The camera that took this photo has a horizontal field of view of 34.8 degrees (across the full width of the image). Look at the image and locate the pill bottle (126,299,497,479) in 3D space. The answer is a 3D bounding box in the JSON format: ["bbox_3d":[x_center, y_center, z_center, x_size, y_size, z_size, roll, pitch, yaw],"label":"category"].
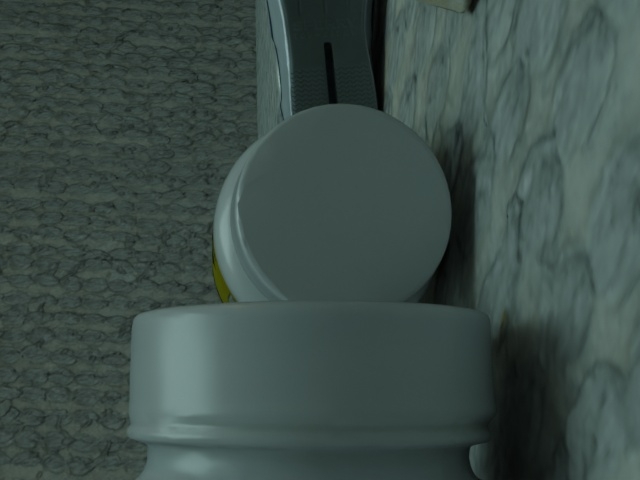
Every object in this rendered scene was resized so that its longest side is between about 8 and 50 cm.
[{"bbox_3d":[-0.006,0.168,0.367,0.161,0.161,0.283,127,144,-79],"label":"pill bottle"}]

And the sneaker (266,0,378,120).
[{"bbox_3d":[-0.005,-0.176,0.749,0.091,0.094,0.258,-165,76,-79],"label":"sneaker"}]

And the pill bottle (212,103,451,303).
[{"bbox_3d":[0.000,0.000,0.556,0.208,0.119,0.119,129,142,-79],"label":"pill bottle"}]

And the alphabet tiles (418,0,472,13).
[{"bbox_3d":[-0.049,-0.196,0.423,0.021,0.284,0.278,-56,-39,-9],"label":"alphabet tiles"}]
